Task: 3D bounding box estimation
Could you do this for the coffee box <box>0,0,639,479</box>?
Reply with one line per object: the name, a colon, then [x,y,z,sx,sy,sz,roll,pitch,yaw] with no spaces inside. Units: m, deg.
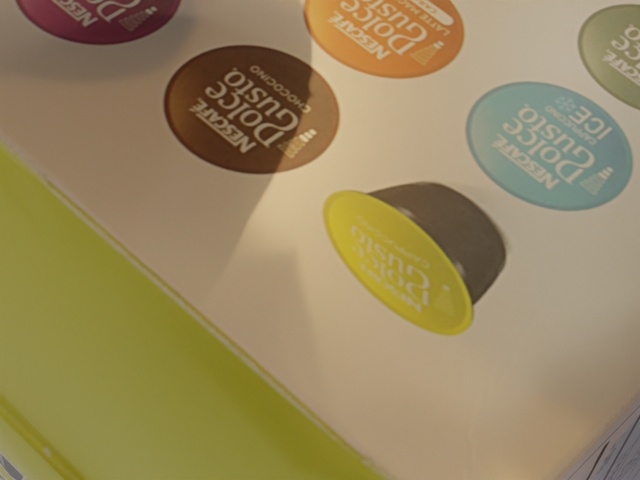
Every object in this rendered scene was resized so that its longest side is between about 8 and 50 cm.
coffee box: [0.000,0.000,0.579,0.338,0.334,0.338,39,-36,21]
